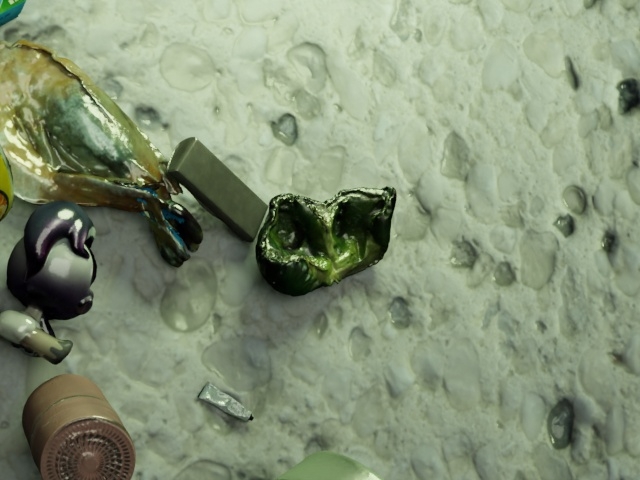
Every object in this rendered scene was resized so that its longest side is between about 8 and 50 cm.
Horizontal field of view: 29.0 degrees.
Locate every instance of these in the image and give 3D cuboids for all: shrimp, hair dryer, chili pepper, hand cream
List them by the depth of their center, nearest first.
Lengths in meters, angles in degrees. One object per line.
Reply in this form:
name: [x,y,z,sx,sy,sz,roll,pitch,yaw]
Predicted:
hair dryer: [-0.350,0.377,1.701,0.125,0.210,0.352,5,99,-22]
shrimp: [-0.360,-0.122,1.856,0.445,0.110,0.221,39,69,-7]
hand cream: [-0.144,0.252,1.901,0.093,0.019,0.030,32,67,-6]
chili pepper: [-0.007,-0.002,1.982,0.264,0.116,0.148,-22,127,-34]

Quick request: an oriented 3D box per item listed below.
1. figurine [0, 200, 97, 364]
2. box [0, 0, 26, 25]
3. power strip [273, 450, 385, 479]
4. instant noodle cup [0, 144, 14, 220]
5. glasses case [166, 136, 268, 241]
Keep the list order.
figurine: [-0.396,0.050,1.766,0.145,0.145,0.222,26,74,-17]
box: [-0.556,-0.396,1.851,0.139,0.073,0.194,-37,93,-28]
power strip: [0.031,0.470,1.726,0.161,0.357,0.357,-31,90,-30]
instant noodle cup: [-0.581,-0.064,1.632,0.325,0.325,0.254,51,53,-4]
glasses case: [-0.159,-0.078,1.923,0.190,0.042,0.072,44,52,-36]
